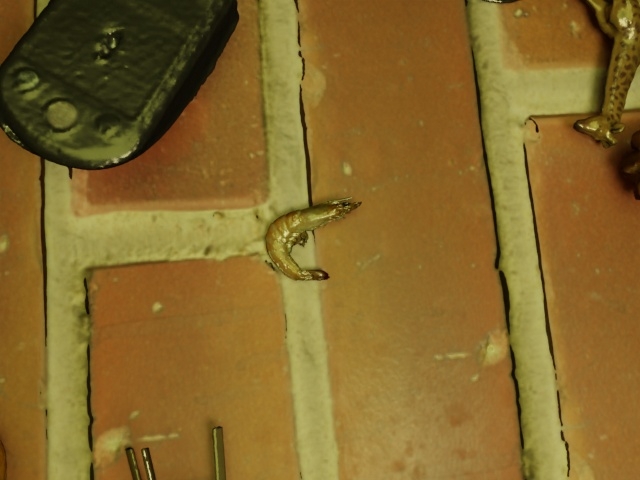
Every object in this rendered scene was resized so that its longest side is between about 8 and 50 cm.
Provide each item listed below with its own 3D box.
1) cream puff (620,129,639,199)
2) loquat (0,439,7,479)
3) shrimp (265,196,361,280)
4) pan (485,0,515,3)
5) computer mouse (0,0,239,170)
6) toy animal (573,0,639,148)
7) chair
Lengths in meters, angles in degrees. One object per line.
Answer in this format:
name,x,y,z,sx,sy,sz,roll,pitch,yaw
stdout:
cream puff,0.385,-0.083,0.761,0.122,0.094,0.115,16,91,40
loquat,-0.356,0.219,0.666,0.113,0.137,0.137,-33,84,-12
shrimp,0.000,0.000,0.772,0.114,0.023,0.083,-23,86,-1
pan,0.192,-0.391,0.841,0.136,0.028,0.235,-17,82,-6
computer mouse,-0.211,-0.187,0.751,0.170,0.100,0.269,31,76,-2
toy animal,0.329,-0.244,0.810,0.149,0.054,0.275,-10,88,-15
chair,-0.125,0.298,0.686,0.095,0.104,0.221,-5,78,-21
